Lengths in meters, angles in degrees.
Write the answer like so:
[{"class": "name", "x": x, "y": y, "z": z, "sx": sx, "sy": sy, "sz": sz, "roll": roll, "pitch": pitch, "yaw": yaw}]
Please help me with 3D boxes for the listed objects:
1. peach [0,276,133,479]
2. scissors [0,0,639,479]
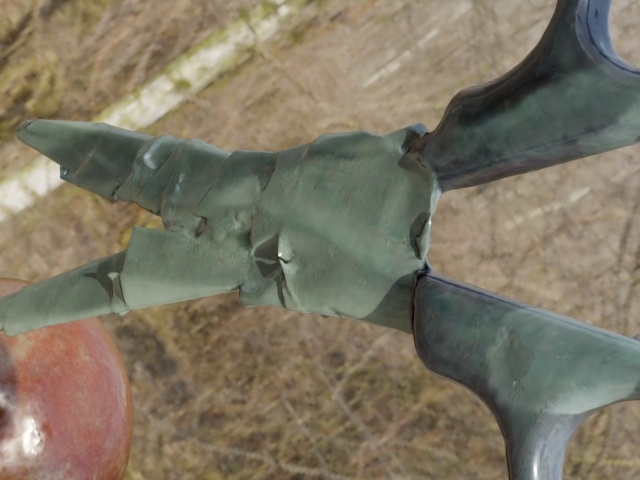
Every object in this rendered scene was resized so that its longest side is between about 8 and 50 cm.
[{"class": "peach", "x": -0.262, "y": 0.136, "z": 0.908, "sx": 0.252, "sy": 0.252, "sz": 0.252, "roll": 52, "pitch": 7, "yaw": -9}, {"class": "scissors", "x": 0.000, "y": 0.000, "z": 0.443, "sx": 0.029, "sy": 0.383, "sz": 0.256, "roll": 18, "pitch": 75, "yaw": -53}]
